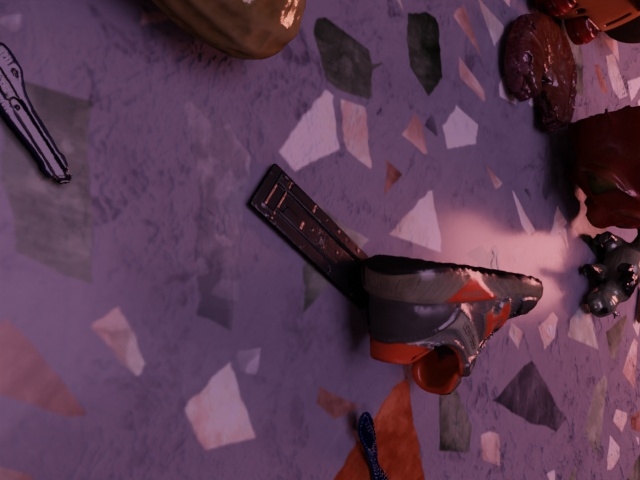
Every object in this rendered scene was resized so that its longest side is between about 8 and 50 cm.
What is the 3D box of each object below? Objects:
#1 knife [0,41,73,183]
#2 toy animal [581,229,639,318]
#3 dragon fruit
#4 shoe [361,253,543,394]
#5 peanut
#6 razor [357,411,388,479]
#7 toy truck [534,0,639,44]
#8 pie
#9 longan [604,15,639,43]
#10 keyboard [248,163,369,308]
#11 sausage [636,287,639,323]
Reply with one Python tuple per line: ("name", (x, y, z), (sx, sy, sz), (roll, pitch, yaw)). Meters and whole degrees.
("knife", (-0.235, -0.100, 0.433), (0.031, 0.018, 0.121), (-39, 113, -35))
("toy animal", (0.604, 0.064, 1.110), (0.225, 0.094, 0.121), (-50, 126, -34))
("dragon fruit", (0.618, -0.133, 1.009), (0.306, 0.306, 0.225), (-4, 92, -41))
("shoe", (0.180, 0.116, 0.710), (0.337, 0.132, 0.170), (8, 90, -43))
("peanut", (-0.136, -0.284, 0.468), (0.306, 0.147, 0.146), (32, 66, -30))
("razor", (0.070, 0.272, 0.657), (0.044, 0.028, 0.154), (-32, 108, -39))
("toy truck", (0.531, -0.532, 1.042), (0.265, 0.189, 0.238), (16, 66, -40))
("pie", (0.406, -0.309, 0.990), (0.219, 0.054, 0.204), (14, 77, -40))
("longan", (0.692, -0.528, 1.190), (0.168, 0.168, 0.187), (2, 81, -41))
("keyboard", (0.000, 0.000, 0.632), (0.204, 0.013, 0.061), (44, 59, -29))
("sausage", (0.754, 0.150, 1.276), (0.015, 0.015, 0.100), (36, 64, -33))
